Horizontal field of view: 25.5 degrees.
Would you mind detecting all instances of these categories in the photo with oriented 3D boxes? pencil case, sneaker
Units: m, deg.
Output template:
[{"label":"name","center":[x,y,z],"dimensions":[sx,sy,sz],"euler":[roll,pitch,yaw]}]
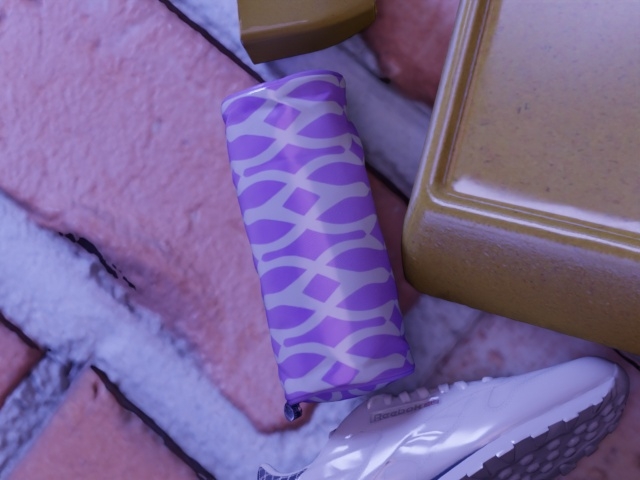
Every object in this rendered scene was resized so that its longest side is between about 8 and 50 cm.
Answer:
[{"label":"pencil case","center":[0.000,0.000,0.857],"dimensions":[0.086,0.088,0.206],"euler":[-14,86,21]},{"label":"sneaker","center":[0.070,0.121,0.840],"dimensions":[0.235,0.090,0.095],"euler":[-29,54,5]}]

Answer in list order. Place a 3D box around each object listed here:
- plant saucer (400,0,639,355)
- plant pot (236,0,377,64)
[{"label":"plant saucer","center":[0.190,-0.103,0.748],"dimensions":[0.333,0.081,0.332],"euler":[15,92,39]},{"label":"plant pot","center":[-0.008,-0.159,0.871],"dimensions":[0.083,0.081,0.081],"euler":[-6,86,3]}]
